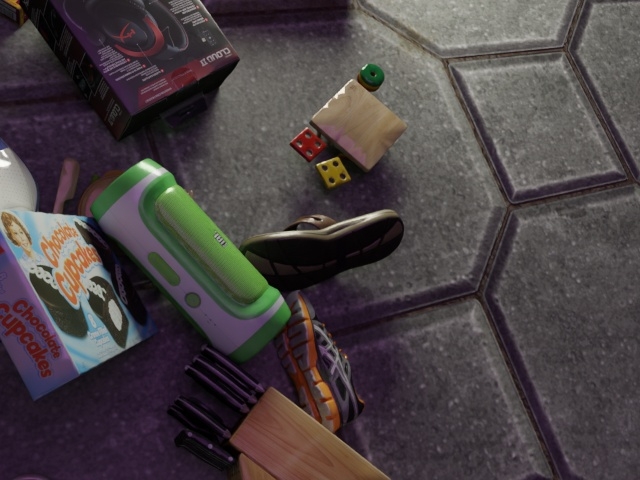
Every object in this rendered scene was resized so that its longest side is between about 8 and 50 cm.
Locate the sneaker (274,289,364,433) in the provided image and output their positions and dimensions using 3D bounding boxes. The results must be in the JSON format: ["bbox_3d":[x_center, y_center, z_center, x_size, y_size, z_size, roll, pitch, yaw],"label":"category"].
[{"bbox_3d":[-0.002,0.175,1.056,0.083,0.084,0.214,-7,73,-38],"label":"sneaker"}]

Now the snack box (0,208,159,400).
[{"bbox_3d":[-0.294,0.060,0.842,0.060,0.322,0.187,-29,90,1],"label":"snack box"}]

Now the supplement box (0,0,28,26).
[{"bbox_3d":[-0.476,-0.391,1.143,0.055,0.043,0.083,30,59,-6],"label":"supplement box"}]

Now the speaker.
[{"bbox_3d":[-0.177,0.031,1.002,0.296,0.131,0.131,48,59,-5],"label":"speaker"}]

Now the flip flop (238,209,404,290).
[{"bbox_3d":[0.000,0.000,1.123,0.277,0.112,0.080,-16,44,-21],"label":"flip flop"}]

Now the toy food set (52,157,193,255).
[{"bbox_3d":[-0.295,-0.040,1.063,0.192,0.038,0.132,15,69,-20],"label":"toy food set"}]

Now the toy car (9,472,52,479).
[{"bbox_3d":[-0.377,0.350,0.802,0.182,0.159,0.136,7,99,-19],"label":"toy car"}]

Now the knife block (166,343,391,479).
[{"bbox_3d":[-0.063,0.256,0.982,0.276,0.088,0.242,-3,69,-22],"label":"knife block"}]

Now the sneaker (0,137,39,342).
[{"bbox_3d":[-0.428,-0.028,0.901,0.127,0.182,0.315,-23,75,-9],"label":"sneaker"}]

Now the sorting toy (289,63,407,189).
[{"bbox_3d":[0.057,-0.189,1.255,0.132,0.046,0.274,41,59,0],"label":"sorting toy"}]

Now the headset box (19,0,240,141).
[{"bbox_3d":[-0.287,-0.313,1.124,0.218,0.110,0.293,-38,94,-30],"label":"headset box"}]
